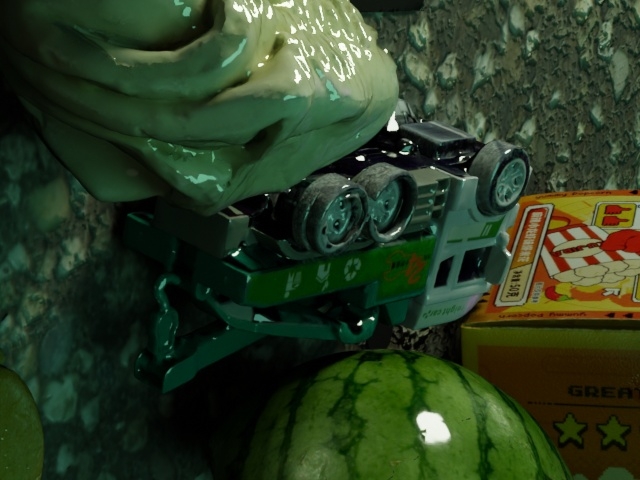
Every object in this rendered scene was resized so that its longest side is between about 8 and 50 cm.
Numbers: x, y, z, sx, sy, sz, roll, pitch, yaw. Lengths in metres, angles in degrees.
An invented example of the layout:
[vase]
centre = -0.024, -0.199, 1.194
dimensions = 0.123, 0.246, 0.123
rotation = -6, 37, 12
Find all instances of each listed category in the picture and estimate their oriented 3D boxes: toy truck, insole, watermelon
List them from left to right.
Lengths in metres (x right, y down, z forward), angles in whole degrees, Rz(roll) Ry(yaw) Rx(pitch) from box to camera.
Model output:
[toy truck]
centre = 0.003, -0.007, 1.468
dimensions = 0.363, 0.176, 0.178
rotation = -15, 123, -47
[insole]
centre = 0.059, 0.034, 1.674
dimensions = 0.045, 0.002, 0.135
rotation = -6, 107, -49
[watermelon]
centre = 0.063, 0.177, 1.485
dimensions = 0.331, 0.331, 0.189
rotation = 20, 71, -52

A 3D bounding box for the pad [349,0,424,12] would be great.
[pad]
centre = 0.028, -0.358, 1.494
dimensions = 0.247, 0.007, 0.367
rotation = -8, 108, -49

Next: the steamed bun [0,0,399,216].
[steamed bun]
centre = -0.113, -0.128, 1.220
dimensions = 0.207, 0.268, 0.280
rotation = -41, 170, 19

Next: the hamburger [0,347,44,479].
[hamburger]
centre = -0.267, 0.157, 1.217
dimensions = 0.215, 0.122, 0.189
rotation = -54, 145, -30

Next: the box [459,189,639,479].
[box]
centre = 0.271, 0.102, 1.681
dimensions = 0.283, 0.259, 0.214
rotation = -60, 151, -64
